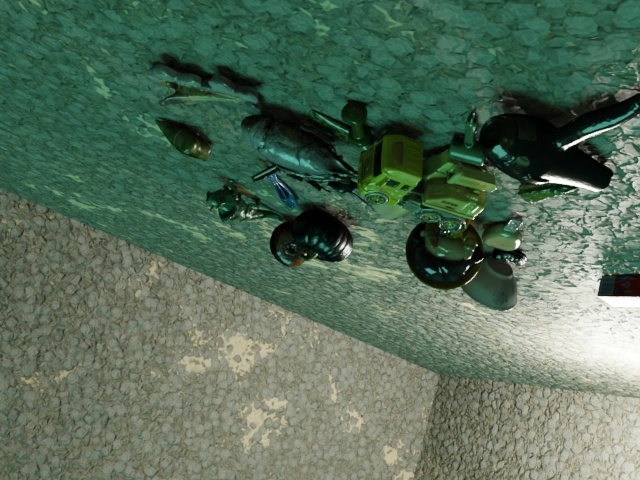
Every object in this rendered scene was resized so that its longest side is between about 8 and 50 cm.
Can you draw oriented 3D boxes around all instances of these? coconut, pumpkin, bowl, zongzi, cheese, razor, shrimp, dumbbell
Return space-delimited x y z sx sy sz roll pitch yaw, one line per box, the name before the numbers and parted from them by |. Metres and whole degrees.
coconut | 0.167 -0.110 1.607 0.116 0.116 0.122 23 158 -18
pumpkin | 0.007 -0.011 2.078 0.194 0.150 0.194 6 -177 0
bowl | 0.480 0.102 1.982 0.188 0.189 0.086 19 124 -5
zongzi | -0.340 -0.257 1.818 0.130 0.062 0.154 35 -175 16
cheese | 0.455 -0.021 1.736 0.096 0.038 0.192 15 165 4
razor | -0.111 -0.145 1.929 0.081 0.042 0.253 -28 155 6
shrimp | -0.019 -0.177 1.547 0.342 0.117 0.145 28 175 1
dumbbell | 0.073 -0.231 1.424 0.052 0.046 0.118 19 166 15

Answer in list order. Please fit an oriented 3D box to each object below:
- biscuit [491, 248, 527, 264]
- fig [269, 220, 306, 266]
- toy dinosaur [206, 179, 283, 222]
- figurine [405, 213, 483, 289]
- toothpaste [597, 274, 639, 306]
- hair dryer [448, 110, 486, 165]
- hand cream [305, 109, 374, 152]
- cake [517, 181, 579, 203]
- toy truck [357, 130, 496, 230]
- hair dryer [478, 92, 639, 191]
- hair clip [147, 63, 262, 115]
biscuit | 0.505 0.042 1.914 0.087 0.027 0.089 24 162 -20
fig | -0.085 -0.010 2.282 0.133 0.146 0.201 22 -157 -1
toy dinosaur | -0.233 -0.112 2.124 0.079 0.120 0.291 -10 174 38
figurine | 0.311 -0.001 1.744 0.192 0.167 0.257 27 145 17
toothpaste | 0.848 0.124 1.756 0.076 0.066 0.320 27 162 -31
hair dryer | 0.279 -0.196 1.334 0.071 0.047 0.150 15 158 15
hand cream | 0.046 -0.227 1.507 0.165 0.037 0.057 26 163 -8
cake | 0.450 -0.113 1.405 0.055 0.051 0.140 26 160 -21
toy truck | 0.222 -0.126 1.457 0.272 0.124 0.157 17 150 -20
hair dryer | 0.466 -0.171 1.154 0.303 0.120 0.359 16 158 -28
hair clip | -0.242 -0.308 1.471 0.256 0.075 0.146 8 165 11
